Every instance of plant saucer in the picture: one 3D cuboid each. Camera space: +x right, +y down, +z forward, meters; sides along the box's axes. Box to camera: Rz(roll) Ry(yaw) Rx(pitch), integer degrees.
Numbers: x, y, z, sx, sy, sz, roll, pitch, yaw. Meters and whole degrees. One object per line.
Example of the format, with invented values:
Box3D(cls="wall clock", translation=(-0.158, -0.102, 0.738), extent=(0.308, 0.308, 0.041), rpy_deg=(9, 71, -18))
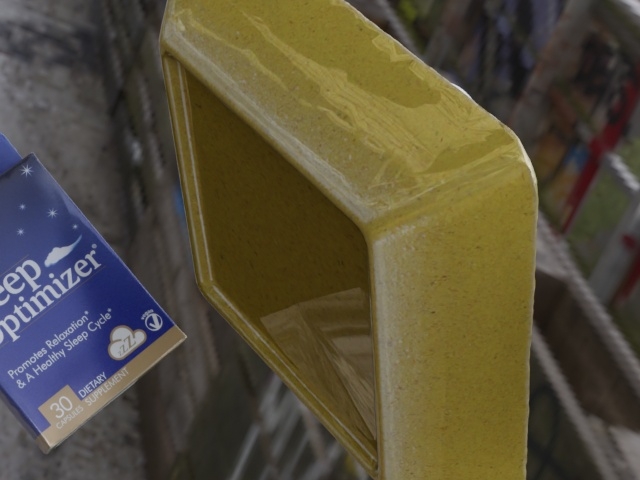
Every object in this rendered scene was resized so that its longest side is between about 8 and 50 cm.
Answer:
Box3D(cls="plant saucer", translation=(0.000, 0.000, 1.035), extent=(0.081, 0.332, 0.333), rpy_deg=(-28, 48, -22))

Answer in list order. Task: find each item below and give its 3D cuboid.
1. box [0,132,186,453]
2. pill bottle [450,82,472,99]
Box3D(cls="box", translation=(-0.226, 0.032, 1.214), extent=(0.136, 0.036, 0.225), rpy_deg=(-40, 88, -22))
Box3D(cls="pill bottle", translation=(0.067, -0.126, 1.767), extent=(0.121, 0.121, 0.221), rpy_deg=(10, 5, -33))
